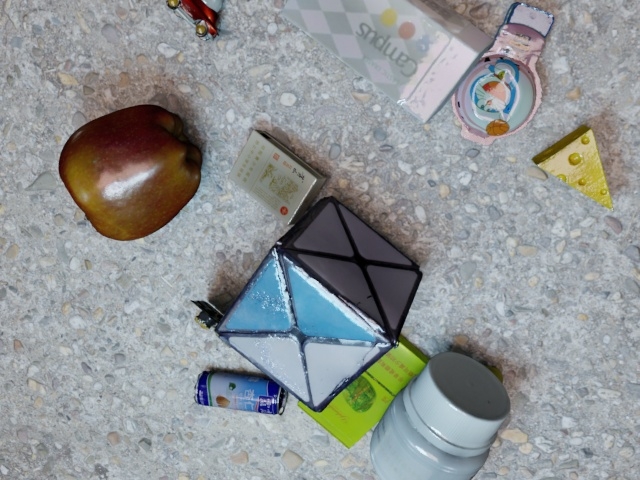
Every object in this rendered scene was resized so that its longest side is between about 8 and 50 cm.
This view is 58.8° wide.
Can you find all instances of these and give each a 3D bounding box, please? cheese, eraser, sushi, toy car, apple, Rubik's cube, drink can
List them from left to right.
[{"bbox_3d":[-0.438,-0.160,1.320,0.317,0.288,0.288,-30,97,7],"label":"apple"},{"bbox_3d":[-0.267,-0.526,1.267,0.139,0.112,0.112,43,95,-12],"label":"toy car"},{"bbox_3d":[-0.243,0.219,1.383,0.192,0.279,0.043,40,83,-2],"label":"sushi"},{"bbox_3d":[-0.212,0.408,1.521,0.235,0.097,0.097,4,107,13],"label":"drink can"},{"bbox_3d":[-0.002,0.134,1.247,0.305,0.310,0.307,39,123,-2],"label":"Rubik's cube"},{"bbox_3d":[0.131,-0.443,1.170,0.397,0.082,0.213,40,112,9],"label":"eraser"},{"bbox_3d":[0.378,-0.337,1.174,0.189,0.074,0.286,24,109,4],"label":"cheese"},{"bbox_3d":[0.549,-0.134,1.181,0.126,0.093,0.171,-37,96,20],"label":"cheese"}]

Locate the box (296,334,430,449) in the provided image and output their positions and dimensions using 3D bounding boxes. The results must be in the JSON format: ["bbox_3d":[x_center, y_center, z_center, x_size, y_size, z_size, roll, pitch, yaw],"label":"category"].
[{"bbox_3d":[0.110,0.372,1.459,0.187,0.047,0.335,40,110,-1],"label":"box"}]

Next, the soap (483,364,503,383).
[{"bbox_3d":[0.399,0.371,1.389,0.089,0.045,0.140,1,106,10],"label":"soap"}]

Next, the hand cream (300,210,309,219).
[{"bbox_3d":[0.000,0.000,1.380,0.067,0.042,0.194,-36,97,15],"label":"hand cream"}]

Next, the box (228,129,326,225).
[{"bbox_3d":[-0.104,-0.148,1.330,0.201,0.058,0.141,38,111,16],"label":"box"}]

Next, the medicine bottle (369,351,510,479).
[{"bbox_3d":[0.273,0.434,1.312,0.245,0.245,0.306,26,120,5],"label":"medicine bottle"}]
